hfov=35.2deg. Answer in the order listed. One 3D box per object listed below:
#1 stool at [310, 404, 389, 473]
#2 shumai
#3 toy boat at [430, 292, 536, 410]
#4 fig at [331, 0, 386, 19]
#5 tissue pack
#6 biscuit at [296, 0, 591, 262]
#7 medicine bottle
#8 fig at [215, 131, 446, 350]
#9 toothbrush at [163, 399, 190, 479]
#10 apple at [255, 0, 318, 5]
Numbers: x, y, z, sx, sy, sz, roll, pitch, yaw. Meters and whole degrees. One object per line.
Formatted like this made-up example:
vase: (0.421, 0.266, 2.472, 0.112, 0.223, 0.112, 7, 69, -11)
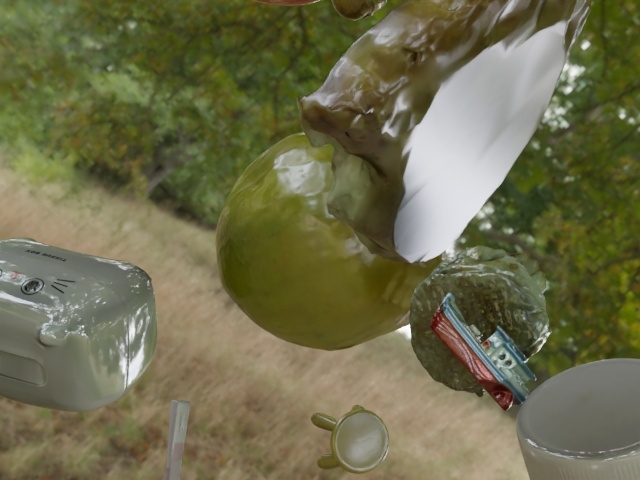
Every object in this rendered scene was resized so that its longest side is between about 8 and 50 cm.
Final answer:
stool: (0.052, 0.352, 1.794, 0.135, 0.134, 0.110, 39, -18, -13)
shumai: (0.207, 0.096, 1.257, 0.142, 0.184, 0.184, -5, 45, -51)
toy boat: (0.175, 0.115, 1.108, 0.069, 0.059, 0.173, 47, 2, -38)
fig: (0.045, -0.333, 1.321, 0.088, 0.074, 0.074, 62, -4, -8)
tissue pack: (-0.442, 0.134, 1.577, 0.333, 0.229, 0.236, 12, 23, 21)
biscuit: (0.089, -0.089, 0.777, 0.078, 0.329, 0.335, 43, 34, 22)
medicine bottle: (0.329, 0.308, 1.043, 0.208, 0.208, 0.340, -138, -155, -68)
fig: (0.001, 0.006, 1.463, 0.343, 0.343, 0.343, 48, -2, 2)
toothbrush: (-0.124, 0.225, 0.802, 0.014, 0.194, 0.017, 11, -5, -43)
apple: (-0.069, -0.522, 1.709, 0.242, 0.241, 0.242, -3, 90, -87)
